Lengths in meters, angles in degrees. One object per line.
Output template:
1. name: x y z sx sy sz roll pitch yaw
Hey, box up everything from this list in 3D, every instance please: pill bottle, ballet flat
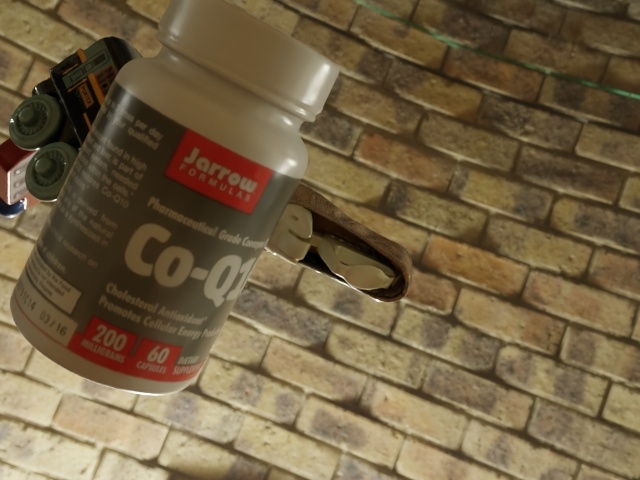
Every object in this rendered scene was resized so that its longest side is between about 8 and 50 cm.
1. pill bottle: -0.109 -0.039 0.595 0.161 0.283 0.161 28 -171 -5
2. ballet flat: 0.000 0.000 1.068 0.316 0.107 0.106 22 -153 -16

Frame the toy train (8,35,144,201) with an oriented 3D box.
1. toy train: -0.260 -0.099 0.956 0.334 0.190 0.142 61 -172 27

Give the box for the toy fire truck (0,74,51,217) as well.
1. toy fire truck: -0.436 -0.148 1.269 0.169 0.254 0.302 49 152 -3
